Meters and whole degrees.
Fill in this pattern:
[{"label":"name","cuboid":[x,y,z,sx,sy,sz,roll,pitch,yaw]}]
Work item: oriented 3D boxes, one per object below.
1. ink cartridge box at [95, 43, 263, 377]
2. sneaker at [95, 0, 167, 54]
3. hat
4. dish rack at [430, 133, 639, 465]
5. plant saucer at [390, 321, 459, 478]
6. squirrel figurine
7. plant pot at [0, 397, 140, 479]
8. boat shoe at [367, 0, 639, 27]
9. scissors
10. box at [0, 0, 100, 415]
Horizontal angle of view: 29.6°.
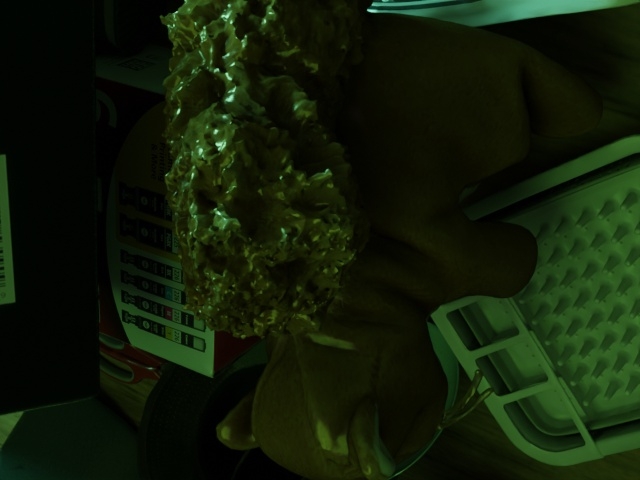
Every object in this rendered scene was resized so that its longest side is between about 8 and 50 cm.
[{"label":"ink cartridge box","cuboid":[-0.128,-0.028,1.299,0.272,0.130,0.309,17,119,27]},{"label":"sneaker","cuboid":[-0.227,-0.343,1.204,0.131,0.112,0.319,25,129,21]},{"label":"hat","cuboid":[-0.040,0.234,1.410,0.331,0.331,0.134,18,171,27]},{"label":"dish rack","cuboid":[0.264,0.055,1.120,0.333,0.072,0.285,-25,101,44]},{"label":"plant saucer","cuboid":[0.073,0.174,1.268,0.195,0.195,0.037,-10,141,41]},{"label":"squirrel figurine","cuboid":[0.000,0.000,0.963,0.281,0.397,0.370,9,80,41]},{"label":"plant pot","cuboid":[-0.354,0.381,1.702,0.252,0.247,0.248,31,135,-7]},{"label":"boat shoe","cuboid":[0.134,-0.234,1.005,0.301,0.108,0.102,0,112,39]},{"label":"scissors","cuboid":[-0.198,0.178,1.595,0.297,0.021,0.109,24,128,22]},{"label":"box","cuboid":[-0.400,-0.147,1.187,0.472,0.297,0.480,-120,29,-46]}]
